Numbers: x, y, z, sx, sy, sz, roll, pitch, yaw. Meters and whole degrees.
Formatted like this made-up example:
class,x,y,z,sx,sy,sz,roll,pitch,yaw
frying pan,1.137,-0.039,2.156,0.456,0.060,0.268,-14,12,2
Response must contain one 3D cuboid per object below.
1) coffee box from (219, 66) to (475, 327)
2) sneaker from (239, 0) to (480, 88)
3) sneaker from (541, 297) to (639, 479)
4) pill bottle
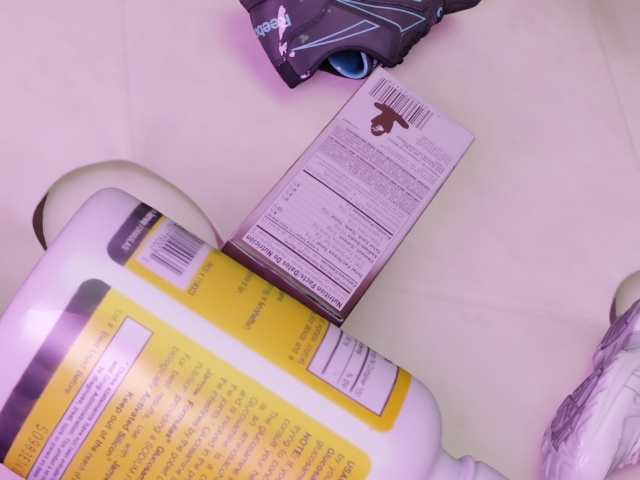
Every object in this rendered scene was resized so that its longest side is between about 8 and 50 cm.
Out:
class,x,y,z,sx,sy,sz,roll,pitch,yaw
coffee box,0.000,0.000,1.302,0.098,0.141,0.246,36,45,2
sneaker,0.045,-0.192,1.548,0.267,0.101,0.106,-12,82,-38
sneaker,0.255,0.134,1.376,0.115,0.090,0.232,41,45,2
pill bottle,-0.047,0.128,1.125,0.334,0.188,0.188,33,43,-2
